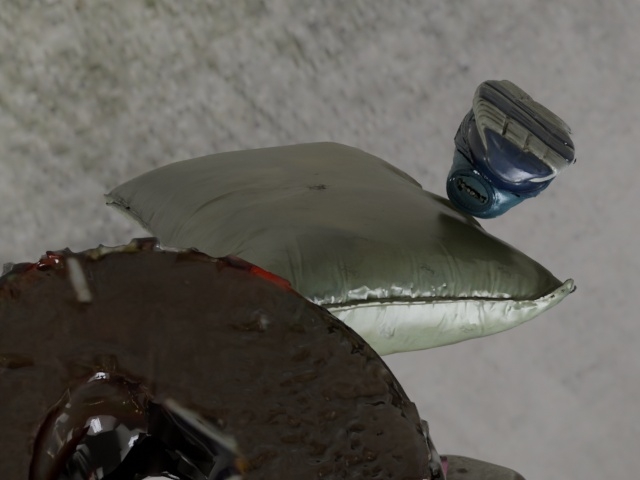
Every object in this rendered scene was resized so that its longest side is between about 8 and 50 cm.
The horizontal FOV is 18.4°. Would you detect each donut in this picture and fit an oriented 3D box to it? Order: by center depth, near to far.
[{"bbox_3d":[-0.077,0.121,0.827,0.270,0.269,0.103,-12,142,-18],"label":"donut"}]

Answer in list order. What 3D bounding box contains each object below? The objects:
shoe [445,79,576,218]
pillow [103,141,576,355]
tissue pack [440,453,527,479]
[{"bbox_3d":[0.096,-0.044,1.055,0.071,0.064,0.143,-56,179,9],"label":"shoe"},{"bbox_3d":[0.000,0.000,1.091,0.185,0.302,0.074,-5,106,-18],"label":"pillow"},{"bbox_3d":[0.175,0.363,1.594,0.267,0.387,0.276,-26,127,-52],"label":"tissue pack"}]
